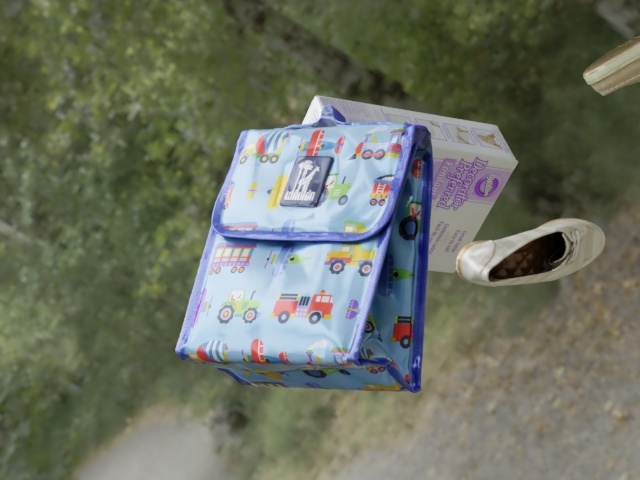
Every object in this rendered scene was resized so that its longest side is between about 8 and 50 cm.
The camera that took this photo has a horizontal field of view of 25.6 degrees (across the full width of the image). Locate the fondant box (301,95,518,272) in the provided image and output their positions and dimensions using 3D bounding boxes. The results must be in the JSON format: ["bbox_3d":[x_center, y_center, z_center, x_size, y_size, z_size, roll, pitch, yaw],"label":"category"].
[{"bbox_3d":[0.103,-0.080,2.167,0.238,0.330,0.096,-63,34,34],"label":"fondant box"}]

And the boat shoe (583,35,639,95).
[{"bbox_3d":[0.459,-0.221,1.701,0.302,0.098,0.109,-21,4,-20],"label":"boat shoe"}]

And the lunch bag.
[{"bbox_3d":[0.000,0.000,1.469,0.221,0.138,0.293,-2,70,33],"label":"lunch bag"}]

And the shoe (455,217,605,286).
[{"bbox_3d":[0.273,0.021,1.758,0.058,0.219,0.076,18,116,60],"label":"shoe"}]
